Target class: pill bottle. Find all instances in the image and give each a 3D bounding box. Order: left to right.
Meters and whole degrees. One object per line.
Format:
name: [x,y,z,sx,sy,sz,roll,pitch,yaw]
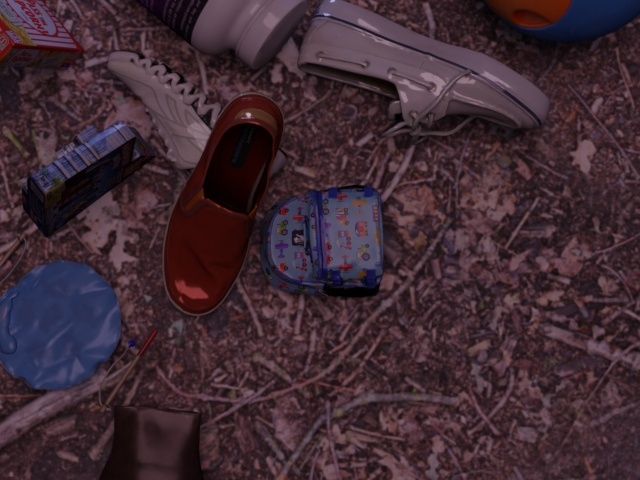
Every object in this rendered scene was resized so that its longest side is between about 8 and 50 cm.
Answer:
pill bottle: [-0.180,-0.389,1.603,0.323,0.181,0.181,40,82,4]

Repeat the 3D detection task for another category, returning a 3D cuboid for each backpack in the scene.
backpack: [0.000,0.000,1.583,0.173,0.117,0.158,1,80,1]

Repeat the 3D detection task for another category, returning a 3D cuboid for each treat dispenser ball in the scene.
treat dispenser ball: [0.345,-0.419,1.570,0.288,0.288,0.288,0,81,-2]

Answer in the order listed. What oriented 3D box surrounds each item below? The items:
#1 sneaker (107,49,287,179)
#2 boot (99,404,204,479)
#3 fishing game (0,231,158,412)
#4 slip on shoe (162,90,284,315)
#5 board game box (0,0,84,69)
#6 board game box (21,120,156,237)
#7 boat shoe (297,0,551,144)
sneaker: [-0.192,-0.162,1.607,0.292,0.110,0.118,37,94,0]
boot: [-0.180,0.337,1.535,0.248,0.090,0.207,9,83,3]
fishing game: [-0.367,0.122,1.591,0.264,0.041,0.189,30,80,12]
slip on shoe: [-0.136,-0.041,1.545,0.123,0.101,0.331,20,109,-9]
board game box: [-0.432,-0.306,1.577,0.045,0.193,0.147,-42,85,17]
board game box: [-0.317,-0.105,1.573,0.194,0.194,0.060,-37,85,-21]
boat shoe: [0.133,-0.206,1.609,0.367,0.136,0.156,24,81,5]
